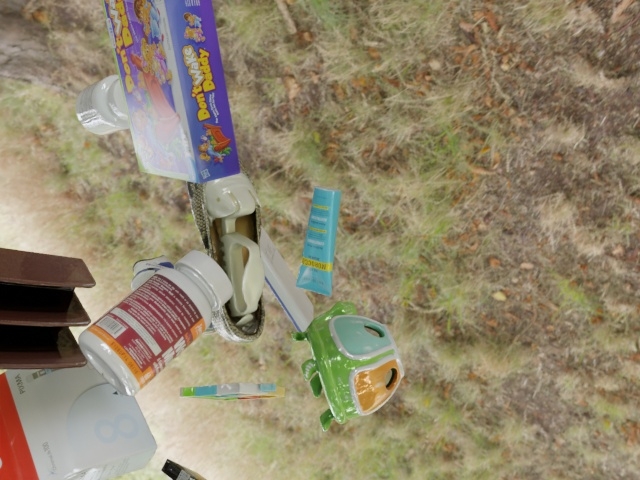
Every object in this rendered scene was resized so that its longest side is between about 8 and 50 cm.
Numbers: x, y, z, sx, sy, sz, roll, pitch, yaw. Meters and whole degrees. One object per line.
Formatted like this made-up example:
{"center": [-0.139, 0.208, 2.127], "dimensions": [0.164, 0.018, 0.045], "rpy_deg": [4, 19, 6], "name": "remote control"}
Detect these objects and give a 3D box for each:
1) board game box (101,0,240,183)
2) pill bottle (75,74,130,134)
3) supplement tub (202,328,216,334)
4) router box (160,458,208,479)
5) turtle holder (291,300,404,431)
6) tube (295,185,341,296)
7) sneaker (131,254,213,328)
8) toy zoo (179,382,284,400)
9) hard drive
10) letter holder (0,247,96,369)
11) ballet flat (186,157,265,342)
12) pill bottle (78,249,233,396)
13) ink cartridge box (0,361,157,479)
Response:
{"center": [-0.245, -0.277, 0.973], "dimensions": [0.233, 0.078, 0.347], "rpy_deg": [15, 118, 51], "name": "board game box"}
{"center": [-0.504, -0.337, 1.508], "dimensions": [0.229, 0.131, 0.131], "rpy_deg": [2, 119, 50], "name": "pill bottle"}
{"center": [-0.416, 0.208, 2.130], "dimensions": [0.191, 0.191, 0.272], "rpy_deg": [32, 163, 17], "name": "supplement tub"}
{"center": [-0.407, 0.755, 1.924], "dimensions": [0.133, 0.046, 0.178], "rpy_deg": [40, 158, -31], "name": "router box"}
{"center": [0.071, 0.296, 1.510], "dimensions": [0.227, 0.320, 0.244], "rpy_deg": [-19, 95, -2], "name": "turtle holder"}
{"center": [0.000, 0.000, 1.185], "dimensions": [0.080, 0.052, 0.207], "rpy_deg": [15, 103, 33], "name": "tube"}
{"center": [-0.431, 0.131, 1.829], "dimensions": [0.127, 0.315, 0.182], "rpy_deg": [-52, 37, 8], "name": "sneaker"}
{"center": [-0.241, 0.441, 1.780], "dimensions": [0.293, 0.192, 0.030], "rpy_deg": [-13, 67, 34], "name": "toy zoo"}
{"center": [-0.119, 0.104, 1.755], "dimensions": [0.040, 0.210, 0.319], "rpy_deg": [-30, 103, 7], "name": "hard drive"}
{"center": [-0.590, 0.126, 1.155], "dimensions": [0.214, 0.301, 0.152], "rpy_deg": [37, 109, 45], "name": "letter holder"}
{"center": [-0.188, -0.003, 1.373], "dimensions": [0.182, 0.163, 0.483], "rpy_deg": [0, 98, 61], "name": "ballet flat"}
{"center": [-0.245, 0.120, 0.936], "dimensions": [0.121, 0.221, 0.121], "rpy_deg": [30, 145, 24], "name": "pill bottle"}
{"center": [-0.578, 0.372, 1.274], "dimensions": [0.308, 0.384, 0.091], "rpy_deg": [52, 125, 32], "name": "ink cartridge box"}
